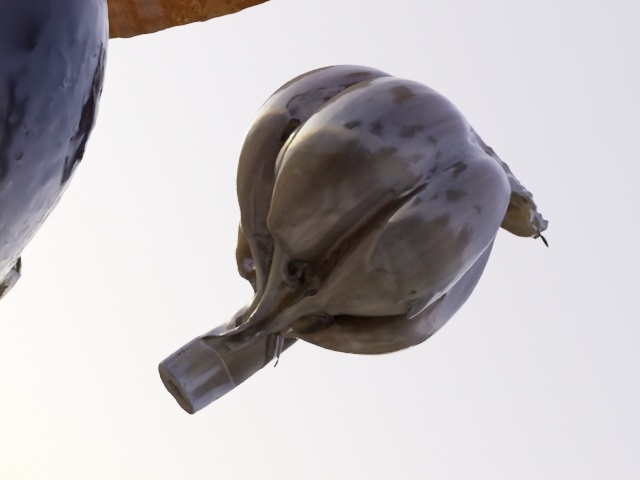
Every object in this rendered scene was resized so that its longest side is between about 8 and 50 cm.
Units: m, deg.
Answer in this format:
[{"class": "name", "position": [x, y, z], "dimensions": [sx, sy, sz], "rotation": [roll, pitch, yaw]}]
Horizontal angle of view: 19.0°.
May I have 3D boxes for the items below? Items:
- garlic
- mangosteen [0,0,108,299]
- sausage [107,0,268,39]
[{"class": "garlic", "position": [0.000, 0.000, 0.885], "dimensions": [0.131, 0.194, 0.127], "rotation": [55, -5, 24]}, {"class": "mangosteen", "position": [-0.164, -0.041, 0.613], "dimensions": [0.235, 0.235, 0.261], "rotation": [32, -8, 39]}, {"class": "sausage", "position": [-0.092, -0.297, 1.263], "dimensions": [0.233, 0.233, 0.287], "rotation": [20, -50, 58]}]
